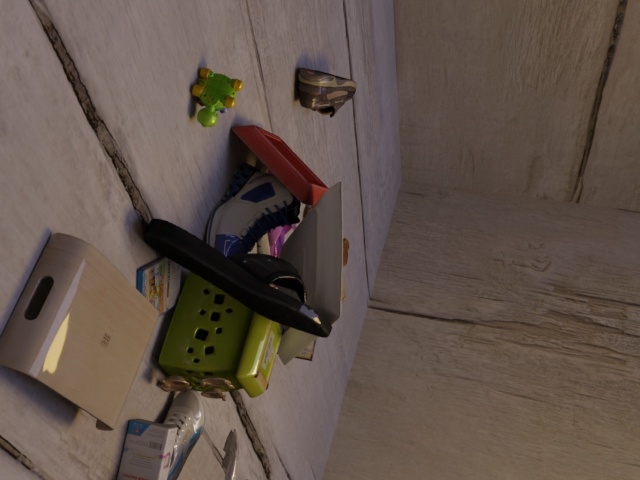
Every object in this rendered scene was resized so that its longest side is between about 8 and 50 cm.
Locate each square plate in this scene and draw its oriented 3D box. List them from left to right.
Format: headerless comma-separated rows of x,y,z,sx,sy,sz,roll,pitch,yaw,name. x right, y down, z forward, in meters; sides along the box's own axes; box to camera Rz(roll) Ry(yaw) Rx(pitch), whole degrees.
-0.036,0.081,1.749,0.347,0.049,0.344,131,-34,-54,square plate

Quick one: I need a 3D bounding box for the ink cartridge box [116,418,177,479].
-0.350,0.432,1.490,0.052,0.088,0.122,48,52,-76,ink cartridge box

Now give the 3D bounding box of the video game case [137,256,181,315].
-0.330,0.097,1.514,0.166,0.015,0.119,-39,137,-70,video game case

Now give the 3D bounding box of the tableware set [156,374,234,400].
-0.268,0.314,1.573,0.141,0.168,0.020,103,-9,-64,tableware set

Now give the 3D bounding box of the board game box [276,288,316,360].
-0.125,0.209,1.917,0.042,0.243,0.165,71,31,-74,board game box

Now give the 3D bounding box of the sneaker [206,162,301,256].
-0.148,-0.061,1.791,0.127,0.182,0.315,77,25,-50,sneaker

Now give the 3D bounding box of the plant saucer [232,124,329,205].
-0.083,-0.192,1.863,0.048,0.258,0.259,-45,170,9,plant saucer

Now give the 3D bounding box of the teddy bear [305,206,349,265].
0.000,0.000,2.615,0.338,0.113,0.245,17,75,-68,teddy bear

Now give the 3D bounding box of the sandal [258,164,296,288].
-0.111,-0.044,2.103,0.169,0.102,0.416,-62,157,-53,sandal

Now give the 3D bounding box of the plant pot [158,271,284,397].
-0.208,0.224,1.654,0.227,0.207,0.228,80,24,-65,plant pot

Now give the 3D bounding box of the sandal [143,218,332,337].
-0.137,0.063,1.478,0.167,0.445,0.107,-7,-128,60,sandal

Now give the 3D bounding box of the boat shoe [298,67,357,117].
0.010,-0.464,2.331,0.355,0.132,0.130,-15,123,-65,boat shoe

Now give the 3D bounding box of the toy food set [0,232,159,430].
-0.390,0.159,1.208,0.306,0.092,0.220,63,39,-54,toy food set

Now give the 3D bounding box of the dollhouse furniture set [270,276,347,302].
-0.053,0.167,2.078,0.242,0.212,0.161,-39,149,-19,dollhouse furniture set

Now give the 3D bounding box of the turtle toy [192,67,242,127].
-0.225,-0.300,1.560,0.066,0.095,0.130,118,-9,-62,turtle toy

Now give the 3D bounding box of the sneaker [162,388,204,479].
-0.318,0.429,1.610,0.092,0.087,0.229,89,16,-59,sneaker

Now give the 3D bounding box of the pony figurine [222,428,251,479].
-0.196,0.592,1.545,0.303,0.363,0.351,-54,-174,-8,pony figurine
